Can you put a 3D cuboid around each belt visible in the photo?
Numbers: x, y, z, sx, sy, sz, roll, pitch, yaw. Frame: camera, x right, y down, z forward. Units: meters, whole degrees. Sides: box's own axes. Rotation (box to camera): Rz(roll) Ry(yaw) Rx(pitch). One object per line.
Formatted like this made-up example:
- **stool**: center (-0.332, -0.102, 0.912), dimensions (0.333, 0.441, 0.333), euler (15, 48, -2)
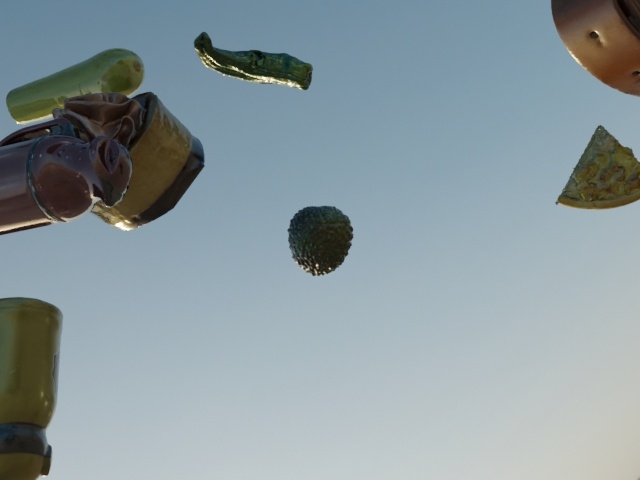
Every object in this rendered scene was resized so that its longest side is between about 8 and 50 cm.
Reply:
- **belt**: center (0.405, -0.279, 0.960), dimensions (0.262, 0.184, 0.105), euler (13, -17, -29)

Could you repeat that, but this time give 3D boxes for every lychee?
- **lychee**: center (0.000, 0.000, 1.820), dimensions (0.171, 0.171, 0.171), euler (-35, -30, -24)

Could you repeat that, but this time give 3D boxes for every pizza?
- **pizza**: center (0.352, -0.093, 0.984), dimensions (0.123, 0.108, 0.026), euler (-10, -6, 19)

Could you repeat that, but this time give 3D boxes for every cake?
- **cake**: center (-0.290, -0.137, 1.105), dimensions (0.208, 0.185, 0.178), euler (-15, -45, 25)

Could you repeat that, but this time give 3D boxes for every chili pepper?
- **chili pepper**: center (-0.101, -0.264, 1.166), dimensions (0.182, 0.073, 0.050), euler (11, -87, -15)

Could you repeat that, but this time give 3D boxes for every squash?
- **squash**: center (-0.384, -0.245, 1.245), dimensions (0.250, 0.083, 0.083), euler (-11, -15, 24)

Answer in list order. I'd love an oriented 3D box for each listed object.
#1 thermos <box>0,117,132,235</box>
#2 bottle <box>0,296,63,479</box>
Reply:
- **thermos**: center (-0.375, -0.071, 0.982), dimensions (0.136, 0.331, 0.109), euler (-66, -38, -56)
- **bottle**: center (-0.587, 0.299, 1.495), dimensions (0.172, 0.351, 0.171), euler (-5, -25, -2)
